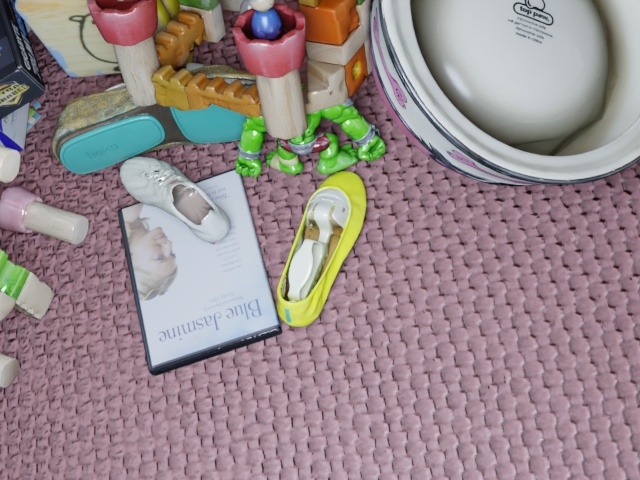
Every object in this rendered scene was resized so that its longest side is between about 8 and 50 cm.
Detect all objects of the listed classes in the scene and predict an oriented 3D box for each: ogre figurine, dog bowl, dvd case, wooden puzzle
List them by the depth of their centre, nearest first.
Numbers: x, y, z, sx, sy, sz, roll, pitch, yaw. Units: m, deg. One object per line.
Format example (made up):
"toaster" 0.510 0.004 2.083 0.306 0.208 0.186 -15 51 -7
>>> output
"dog bowl" 0.239 -0.249 1.368 0.408 0.150 0.408 4 77 -16
"ogre figurine" -0.020 -0.145 1.478 0.197 0.118 0.097 8 44 21
"dvd case" -0.165 0.038 1.490 0.180 0.022 0.253 -19 63 4
"wooden puzzle" -0.450 -0.179 1.670 0.049 0.006 0.083 32 76 25

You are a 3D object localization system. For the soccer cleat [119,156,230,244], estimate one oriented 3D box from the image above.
"soccer cleat" -0.197 -0.065 1.490 0.196 0.076 0.068 34 77 26

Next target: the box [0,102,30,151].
"box" -0.504 -0.187 1.644 0.137 0.072 0.126 -9 63 17

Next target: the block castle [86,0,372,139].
"block castle" -0.056 -0.356 1.462 0.303 0.213 0.453 16 49 24

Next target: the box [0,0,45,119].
"box" -0.563 -0.259 1.618 0.295 0.073 0.293 -29 59 8

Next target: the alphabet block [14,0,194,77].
"alphabet block" -0.300 -0.369 1.622 0.197 0.192 0.193 -4 66 13

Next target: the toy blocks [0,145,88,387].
"toy blocks" -0.512 0.020 1.440 0.260 0.288 0.309 17 74 17

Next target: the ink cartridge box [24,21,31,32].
"ink cartridge box" -0.435 -0.377 1.728 0.115 0.063 0.029 -43 62 -8

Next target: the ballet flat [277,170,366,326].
"ballet flat" 0.000 0.000 1.436 0.077 0.077 0.231 13 69 21

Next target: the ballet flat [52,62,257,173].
"ballet flat" -0.208 -0.188 1.562 0.349 0.123 0.123 -14 63 7
